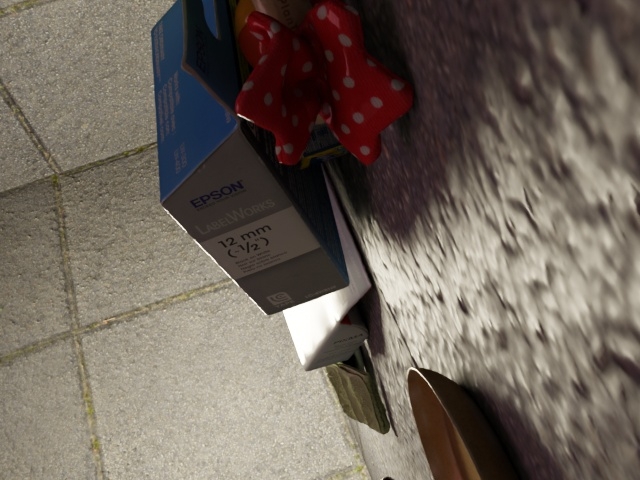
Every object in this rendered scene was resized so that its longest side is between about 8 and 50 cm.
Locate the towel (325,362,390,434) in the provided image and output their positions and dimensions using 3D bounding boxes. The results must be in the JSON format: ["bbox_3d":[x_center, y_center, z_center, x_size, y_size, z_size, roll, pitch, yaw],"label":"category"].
[{"bbox_3d":[0.063,0.273,1.191,0.110,0.027,0.148,13,134,45],"label":"towel"}]

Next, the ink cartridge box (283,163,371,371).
[{"bbox_3d":[0.000,0.000,1.043,0.385,0.091,0.308,118,135,-60],"label":"ink cartridge box"}]

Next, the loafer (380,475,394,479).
[{"bbox_3d":[0.152,0.564,1.286,0.267,0.096,0.084,-116,14,-65],"label":"loafer"}]

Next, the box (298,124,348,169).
[{"bbox_3d":[-0.022,-0.158,0.648,0.059,0.054,0.168,129,122,-84],"label":"box"}]

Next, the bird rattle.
[{"bbox_3d":[-0.018,-0.163,0.489,0.253,0.143,0.207,57,-175,7],"label":"bird rattle"}]

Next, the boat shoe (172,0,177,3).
[{"bbox_3d":[-0.181,-0.421,1.145,0.109,0.091,0.305,27,-165,-14],"label":"boat shoe"}]

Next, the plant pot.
[{"bbox_3d":[0.129,0.210,0.547,0.236,0.032,0.236,160,90,-84],"label":"plant pot"}]

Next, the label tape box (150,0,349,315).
[{"bbox_3d":[-0.094,-0.115,0.690,0.347,0.115,0.249,53,-161,-51],"label":"label tape box"}]

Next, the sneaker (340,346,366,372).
[{"bbox_3d":[0.026,0.172,1.271,0.228,0.086,0.132,58,166,17],"label":"sneaker"}]
